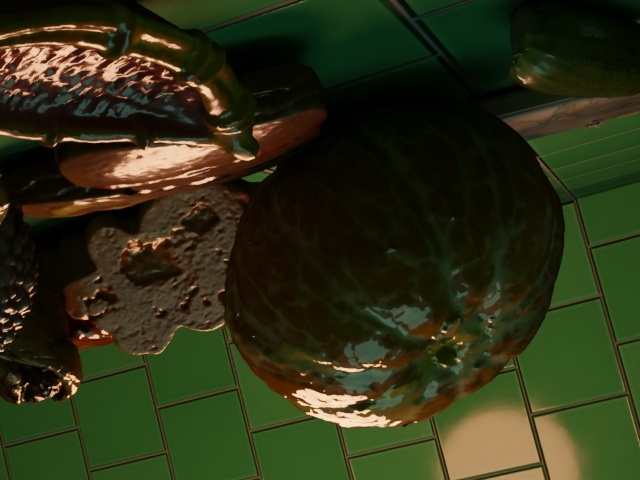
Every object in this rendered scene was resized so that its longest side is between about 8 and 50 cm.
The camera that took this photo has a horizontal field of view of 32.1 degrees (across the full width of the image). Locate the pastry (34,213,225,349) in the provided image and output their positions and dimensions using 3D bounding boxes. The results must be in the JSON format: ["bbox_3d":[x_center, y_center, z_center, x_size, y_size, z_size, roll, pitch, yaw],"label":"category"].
[{"bbox_3d":[-0.228,0.049,1.351,0.330,0.136,0.329,-16,175,-1],"label":"pastry"}]

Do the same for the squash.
[{"bbox_3d":[0.206,-0.145,0.867,0.069,0.069,0.239,-18,173,35],"label":"squash"}]

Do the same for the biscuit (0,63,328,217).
[{"bbox_3d":[-0.126,-0.060,0.840,0.262,0.052,0.277,-15,179,-7],"label":"biscuit"}]

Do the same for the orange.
[{"bbox_3d":[0.066,0.017,1.029,0.329,0.249,0.329,-23,138,-23],"label":"orange"}]

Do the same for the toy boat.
[{"bbox_3d":[-0.140,-0.075,0.533,0.141,0.099,0.318,-17,177,32],"label":"toy boat"}]

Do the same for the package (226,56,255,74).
[{"bbox_3d":[-0.083,-0.111,0.715,0.037,0.015,0.110,-17,174,28],"label":"package"}]

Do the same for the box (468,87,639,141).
[{"bbox_3d":[0.270,-0.145,1.174,0.285,0.044,0.142,-14,171,-7],"label":"box"}]

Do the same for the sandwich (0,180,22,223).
[{"bbox_3d":[-0.256,-0.007,0.568,0.254,0.099,0.288,-43,-174,-40],"label":"sandwich"}]

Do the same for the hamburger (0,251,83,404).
[{"bbox_3d":[-0.322,0.078,1.153,0.130,0.206,0.183,-44,-173,-22],"label":"hamburger"}]

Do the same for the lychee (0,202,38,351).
[{"bbox_3d":[-0.303,0.032,0.816,0.197,0.165,0.165,-19,174,6],"label":"lychee"}]

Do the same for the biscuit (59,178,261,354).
[{"bbox_3d":[-0.148,0.017,1.143,0.184,0.035,0.249,37,112,-28],"label":"biscuit"}]
